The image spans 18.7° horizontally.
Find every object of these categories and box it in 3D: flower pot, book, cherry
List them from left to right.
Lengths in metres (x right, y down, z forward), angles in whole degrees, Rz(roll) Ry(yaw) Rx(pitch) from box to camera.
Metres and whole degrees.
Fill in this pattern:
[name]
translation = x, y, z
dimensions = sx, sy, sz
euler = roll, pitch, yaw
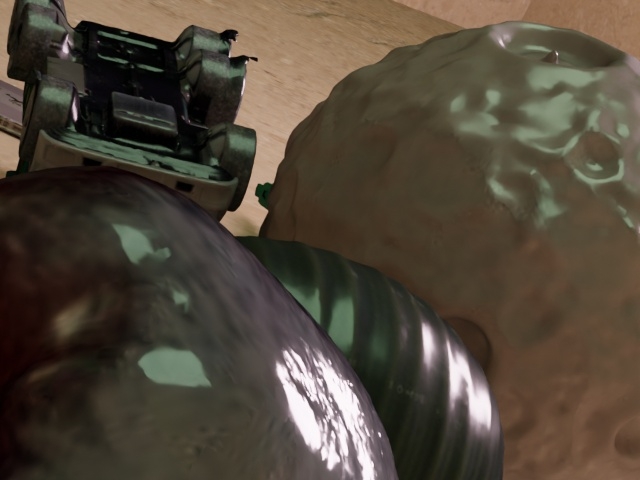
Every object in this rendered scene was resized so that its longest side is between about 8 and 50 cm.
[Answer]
[book]
translation = -0.297, -0.129, 1.708
dimensions = 0.182, 0.014, 0.127
euler = 25, 14, -6
[cherry]
translation = -0.088, 0.100, 0.777
dimensions = 0.296, 0.218, 0.255
euler = 35, 33, -43
[flower pot]
translation = -0.017, 0.099, 1.011
dimensions = 0.243, 0.189, 0.157
euler = 25, 54, -26

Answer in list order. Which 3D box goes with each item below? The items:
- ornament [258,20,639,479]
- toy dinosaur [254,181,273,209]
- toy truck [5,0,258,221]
[ornament]
translation = 0.121, 0.015, 1.262
dimensions = 0.337, 0.337, 0.337
euler = 25, 14, -6
[toy dinosaur]
translation = 0.000, 0.000, 1.634
dimensions = 0.153, 0.094, 0.259
euler = 17, 9, -34
[toy truck]
translation = -0.147, -0.061, 1.383
dimensions = 0.176, 0.178, 0.363
euler = 13, 17, -13
